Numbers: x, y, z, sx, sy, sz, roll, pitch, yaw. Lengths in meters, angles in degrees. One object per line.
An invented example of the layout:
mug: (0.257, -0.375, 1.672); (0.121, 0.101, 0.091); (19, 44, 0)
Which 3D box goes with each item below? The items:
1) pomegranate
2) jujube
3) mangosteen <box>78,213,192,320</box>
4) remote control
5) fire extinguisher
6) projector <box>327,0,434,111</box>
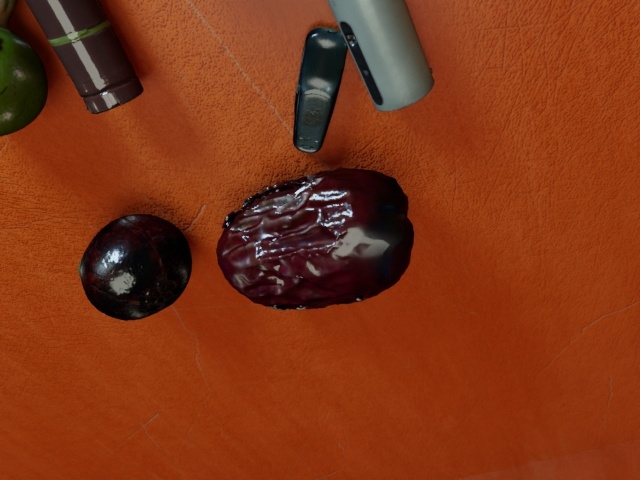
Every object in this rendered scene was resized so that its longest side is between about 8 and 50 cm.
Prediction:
pomegranate: (-0.515, -0.274, 0.822); (0.189, 0.241, 0.159); (-16, 166, 39)
jujube: (0.000, 0.000, 0.976); (0.376, 0.259, 0.258); (-8, 130, 28)
mangosteen: (-0.362, 0.042, 1.042); (0.215, 0.216, 0.216); (0, 129, 0)
remote control: (-0.006, -0.246, 0.897); (0.072, 0.042, 0.222); (10, 129, -5)
fire extinguisher: (-0.390, -0.361, 0.775); (0.141, 0.105, 0.342); (-3, 124, 30)
projector: (0.065, -0.355, 0.771); (0.108, 0.108, 0.338); (-21, 125, 16)
